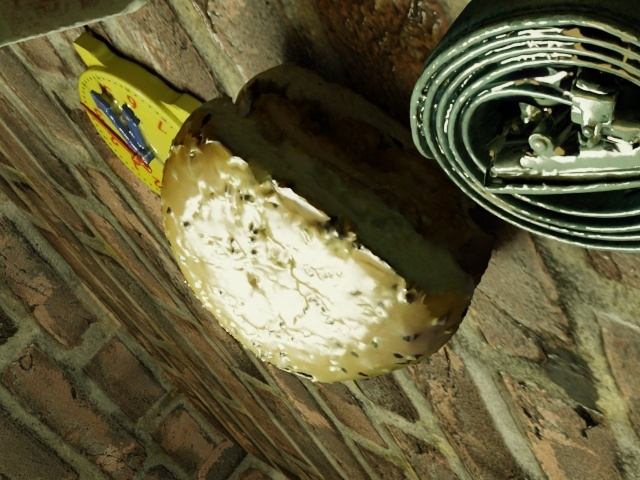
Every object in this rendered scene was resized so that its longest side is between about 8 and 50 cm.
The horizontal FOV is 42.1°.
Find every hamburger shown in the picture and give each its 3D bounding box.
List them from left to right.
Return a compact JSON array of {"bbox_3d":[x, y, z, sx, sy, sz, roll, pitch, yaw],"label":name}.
[{"bbox_3d":[0.000,0.000,0.833,0.318,0.195,0.276,34,139,9],"label":"hamburger"}]

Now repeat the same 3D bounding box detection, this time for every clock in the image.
[{"bbox_3d":[-0.245,-0.139,1.201,0.277,0.071,0.293,30,156,25],"label":"clock"}]

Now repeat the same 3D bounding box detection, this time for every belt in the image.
[{"bbox_3d":[0.169,-0.084,0.555,0.206,0.116,0.268,44,156,-18],"label":"belt"}]

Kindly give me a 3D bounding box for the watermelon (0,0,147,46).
[{"bbox_3d":[-0.236,-0.284,0.765,0.214,0.289,0.319,11,142,-3],"label":"watermelon"}]
